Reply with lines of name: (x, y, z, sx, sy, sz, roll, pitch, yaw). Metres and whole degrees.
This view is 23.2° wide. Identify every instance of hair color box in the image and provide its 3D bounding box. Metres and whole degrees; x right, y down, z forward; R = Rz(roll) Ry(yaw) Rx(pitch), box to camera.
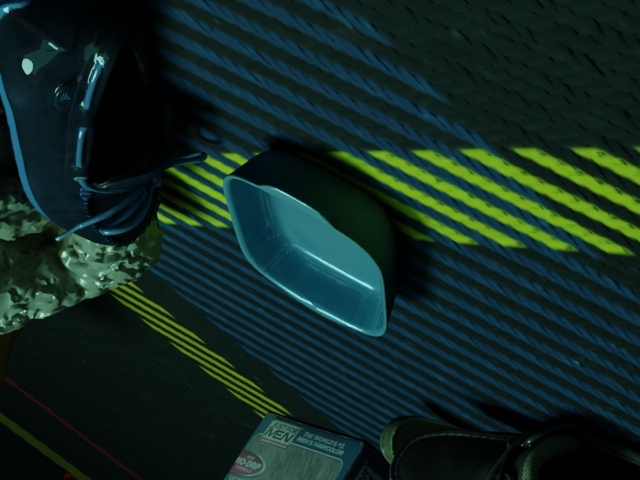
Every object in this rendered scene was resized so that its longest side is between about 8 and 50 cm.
hair color box: (0.074, 0.324, 1.598, 0.347, 0.105, 0.174, 44, 159, -30)

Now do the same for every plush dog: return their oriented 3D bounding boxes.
plush dog: (-0.273, -0.045, 1.134, 0.262, 0.210, 0.225, 8, 126, 55)

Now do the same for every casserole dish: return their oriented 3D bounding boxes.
casserole dish: (0.000, 0.000, 0.971, 0.114, 0.037, 0.188, 29, 163, 15)

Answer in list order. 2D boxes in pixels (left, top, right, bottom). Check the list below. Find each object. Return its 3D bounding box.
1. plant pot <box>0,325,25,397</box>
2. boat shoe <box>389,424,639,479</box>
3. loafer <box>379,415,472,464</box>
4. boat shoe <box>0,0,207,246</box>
plant pot: (-0.427, 0.111, 1.524, 0.291, 0.203, 0.291, -5, 150, -3)
boat shoe: (0.159, 0.168, 1.043, 0.285, 0.103, 0.092, 13, 148, 41)
loafer: (0.118, 0.174, 1.208, 0.148, 0.056, 0.050, 23, 161, 2)
boat shoe: (-0.131, -0.057, 0.941, 0.089, 0.109, 0.258, 25, 163, 16)
